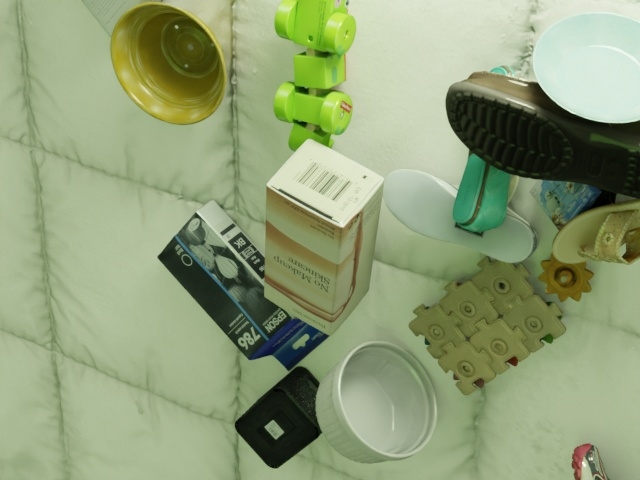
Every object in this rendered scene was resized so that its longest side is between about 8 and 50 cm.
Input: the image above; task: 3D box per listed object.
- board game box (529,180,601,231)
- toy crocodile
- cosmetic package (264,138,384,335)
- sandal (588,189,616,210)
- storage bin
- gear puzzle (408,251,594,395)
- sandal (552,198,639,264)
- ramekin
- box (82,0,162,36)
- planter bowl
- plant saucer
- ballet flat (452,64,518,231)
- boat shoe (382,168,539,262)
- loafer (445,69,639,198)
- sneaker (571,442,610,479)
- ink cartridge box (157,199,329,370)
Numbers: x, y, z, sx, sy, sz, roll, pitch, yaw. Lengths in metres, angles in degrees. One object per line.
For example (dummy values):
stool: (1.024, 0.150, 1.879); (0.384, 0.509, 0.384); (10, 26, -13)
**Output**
board game box: (0.360, -0.072, 1.703); (0.090, 0.020, 0.090); (59, 137, 31)
toy crocodile: (0.000, -0.279, 1.808); (0.115, 0.105, 0.341); (16, 118, 26)
cosmetic package: (0.000, 0.000, 1.878); (0.153, 0.129, 0.296); (28, 146, 19)
sandal: (0.405, -0.050, 1.696); (0.067, 0.040, 0.179); (16, 123, 25)
storage bin: (-0.064, 0.338, 2.193); (0.122, 0.084, 0.180); (48, 130, 2)
gear puzzle: (0.300, 0.107, 1.858); (0.175, 0.044, 0.339); (51, 128, 2)
sandal: (0.435, -0.006, 1.640); (0.240, 0.079, 0.088); (-27, 125, 29)
ramekin: (0.089, 0.287, 1.991); (0.207, 0.207, 0.109); (51, 140, -1)
box: (-0.345, -0.454, 1.934); (0.170, 0.091, 0.130); (52, 130, -1)
planter bowl: (-0.236, -0.311, 1.935); (0.217, 0.090, 0.217); (13, 126, 19)
plant saucer: (0.377, -0.222, 1.537); (0.195, 0.195, 0.037); (29, 152, 17)
ballet flat: (0.261, -0.132, 1.708); (0.083, 0.087, 0.247); (15, 92, 56)
boat shoe: (0.218, -0.036, 1.798); (0.258, 0.084, 0.095); (30, 106, 17)
loafer: (0.354, -0.156, 1.602); (0.366, 0.130, 0.134); (19, 143, 9)
sneaker: (0.507, 0.454, 1.877); (0.112, 0.121, 0.299); (-33, 94, 11)
ink cartridge box: (-0.142, 0.098, 2.126); (0.333, 0.065, 0.165); (46, 130, 2)
